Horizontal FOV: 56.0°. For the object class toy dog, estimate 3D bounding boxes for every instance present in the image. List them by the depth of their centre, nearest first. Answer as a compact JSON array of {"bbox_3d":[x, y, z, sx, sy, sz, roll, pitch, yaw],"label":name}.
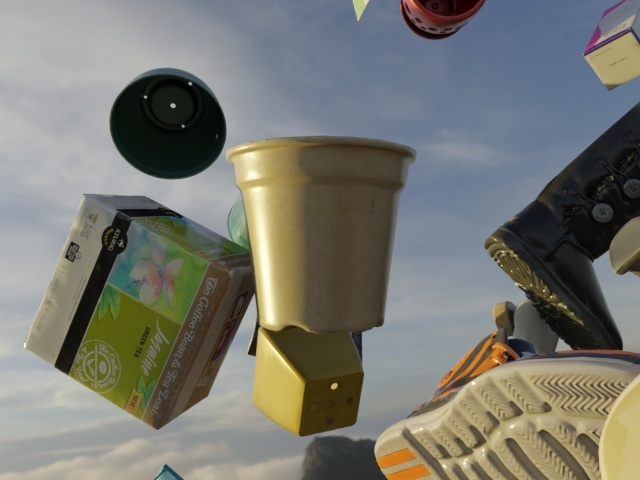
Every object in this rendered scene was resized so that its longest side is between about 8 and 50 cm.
[{"bbox_3d":[0.500,0.263,1.349,0.161,0.333,0.220,28,-21,-36],"label":"toy dog"}]

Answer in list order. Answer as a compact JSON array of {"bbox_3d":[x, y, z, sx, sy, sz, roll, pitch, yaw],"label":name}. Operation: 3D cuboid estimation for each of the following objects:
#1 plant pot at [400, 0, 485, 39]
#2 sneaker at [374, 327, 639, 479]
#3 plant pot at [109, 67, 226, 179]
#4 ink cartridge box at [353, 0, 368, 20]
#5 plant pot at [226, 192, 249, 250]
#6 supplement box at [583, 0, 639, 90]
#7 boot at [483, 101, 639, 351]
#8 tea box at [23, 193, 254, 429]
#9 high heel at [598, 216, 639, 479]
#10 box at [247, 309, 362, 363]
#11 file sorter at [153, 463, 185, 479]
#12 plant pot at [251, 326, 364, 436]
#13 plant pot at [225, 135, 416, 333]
[{"bbox_3d":[0.283,-0.571,1.401,0.191,0.191,0.174,-11,-2,1],"label":"plant pot"},{"bbox_3d":[0.193,0.139,0.573,0.180,0.124,0.321,-36,0,-42],"label":"sneaker"},{"bbox_3d":[-0.403,-0.337,1.621,0.293,0.196,0.293,-5,-56,-7],"label":"plant pot"},{"bbox_3d":[0.132,-0.665,1.428,0.056,0.171,0.235,-6,-17,-16],"label":"ink cartridge box"},{"bbox_3d":[-0.091,-0.101,1.592,0.272,0.271,0.255,-3,-34,-23],"label":"plant pot"},{"bbox_3d":[0.692,-0.455,1.353,0.114,0.220,0.111,46,-36,-16],"label":"supplement box"},{"bbox_3d":[0.617,-0.014,1.237,0.445,0.367,0.146,-40,2,-10],"label":"boot"},{"bbox_3d":[-0.332,0.122,1.176,0.324,0.328,0.220,26,9,12],"label":"tea box"},{"bbox_3d":[0.255,0.111,0.328,0.186,0.261,0.093,27,-42,-4],"label":"high heel"},{"bbox_3d":[-0.035,0.253,1.693,0.308,0.242,0.076,15,-59,-7],"label":"box"},{"bbox_3d":[-0.309,0.583,1.249,0.118,0.170,0.104,-57,-8,30],"label":"file sorter"},{"bbox_3d":[-0.016,0.316,1.352,0.212,0.212,0.187,-3,23,-27],"label":"plant pot"},{"bbox_3d":[0.000,0.000,1.056,0.334,0.305,0.334,0,-2,0],"label":"plant pot"}]
